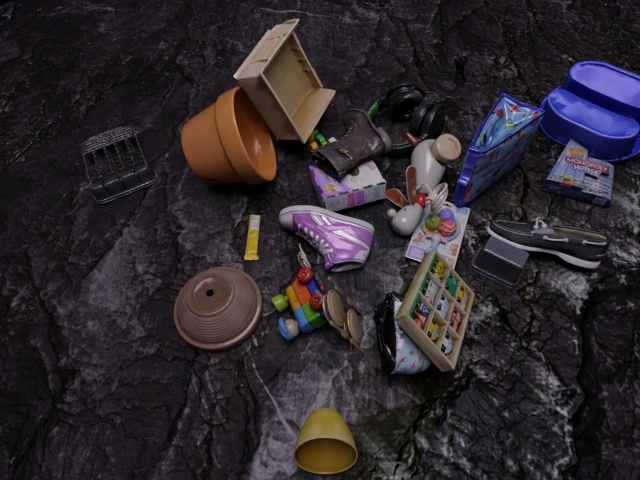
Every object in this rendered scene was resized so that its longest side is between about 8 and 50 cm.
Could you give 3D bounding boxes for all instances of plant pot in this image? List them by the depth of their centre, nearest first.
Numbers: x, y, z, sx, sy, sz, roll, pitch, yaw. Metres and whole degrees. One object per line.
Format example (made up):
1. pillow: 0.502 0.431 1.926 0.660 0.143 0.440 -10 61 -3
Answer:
1. plant pot: 0.010 0.423 0.926 0.134 0.134 0.095 -3 33 2
2. plant pot: -0.274 0.159 1.110 0.237 0.110 0.237 -2 58 3
3. plant pot: -0.286 -0.296 1.313 0.203 0.291 0.291 -14 57 13

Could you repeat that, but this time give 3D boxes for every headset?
1. headset: 0.317 -0.446 1.409 0.394 0.185 0.243 -34 62 -4

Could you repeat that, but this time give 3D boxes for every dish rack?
1. dish rack: -0.683 -0.267 1.428 0.208 0.074 0.272 -24 58 -13

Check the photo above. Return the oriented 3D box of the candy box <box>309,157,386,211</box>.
1. candy box: 0.081 -0.180 1.309 0.196 0.070 0.165 -15 48 -6

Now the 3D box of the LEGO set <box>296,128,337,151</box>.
1. LEGO set: -0.030 -0.356 1.427 0.087 0.093 0.227 -36 63 -18

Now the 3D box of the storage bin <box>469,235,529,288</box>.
1. storage bin: 0.488 0.047 1.144 0.135 0.091 0.098 29 64 19

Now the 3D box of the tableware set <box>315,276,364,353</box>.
1. tableware set: 0.049 0.190 1.034 0.039 0.194 0.128 -19 48 20

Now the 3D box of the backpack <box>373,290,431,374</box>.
1. backpack: 0.194 0.227 1.023 0.115 0.152 0.182 -1 63 -2

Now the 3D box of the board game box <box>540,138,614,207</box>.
1. board game box: 0.797 -0.215 1.307 0.194 0.060 0.194 18 61 14

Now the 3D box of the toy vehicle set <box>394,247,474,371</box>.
1. toy vehicle set: 0.281 0.155 1.019 0.166 0.035 0.267 47 42 -7

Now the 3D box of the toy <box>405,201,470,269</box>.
1. toy: 0.343 -0.035 1.225 0.136 0.056 0.237 18 61 13

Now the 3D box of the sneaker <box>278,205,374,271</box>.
1. sneaker: 0.000 0.000 1.200 0.282 0.102 0.161 13 63 11

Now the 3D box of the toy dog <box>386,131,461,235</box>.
1. toy dog: 0.275 -0.194 1.259 0.161 0.220 0.334 31 53 -4

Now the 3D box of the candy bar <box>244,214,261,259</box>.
1. candy bar: -0.199 -0.013 1.266 0.040 0.018 0.162 0 57 0

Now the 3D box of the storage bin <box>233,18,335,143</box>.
1. storage bin: -0.096 -0.488 1.324 0.123 0.262 0.260 9 61 37

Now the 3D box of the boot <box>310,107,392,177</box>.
1. boot: 0.069 -0.305 1.318 0.229 0.091 0.263 -26 47 -17

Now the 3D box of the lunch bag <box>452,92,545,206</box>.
1. lunch bag: 0.487 -0.241 1.239 0.138 0.221 0.293 34 63 23

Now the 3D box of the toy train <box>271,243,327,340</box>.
1. toy train: -0.068 0.134 1.131 0.143 0.105 0.248 -32 51 4

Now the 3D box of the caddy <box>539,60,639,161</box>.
1. caddy: 0.874 -0.399 1.354 0.341 0.179 0.241 40 91 27

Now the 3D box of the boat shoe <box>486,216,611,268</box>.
1. boat shoe: 0.613 -0.017 1.158 0.302 0.091 0.114 15 30 6
